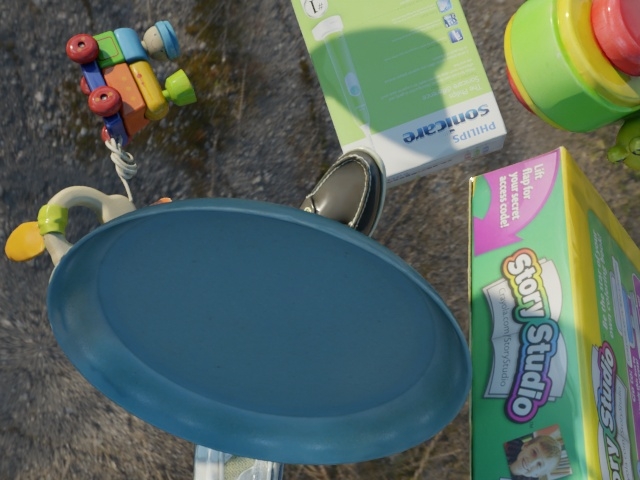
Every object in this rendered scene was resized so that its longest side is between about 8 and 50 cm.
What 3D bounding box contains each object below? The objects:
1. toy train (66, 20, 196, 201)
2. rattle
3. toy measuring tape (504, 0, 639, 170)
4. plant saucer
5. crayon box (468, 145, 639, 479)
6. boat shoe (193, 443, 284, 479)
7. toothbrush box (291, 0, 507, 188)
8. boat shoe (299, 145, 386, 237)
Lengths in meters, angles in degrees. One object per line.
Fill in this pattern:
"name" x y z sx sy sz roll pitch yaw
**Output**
"toy train" -0.228 -0.177 1.119 0.143 0.105 0.248 -23 70 -11
"rattle" -0.331 -0.008 1.236 0.200 0.143 0.130 -25 75 -48
"toy measuring tape" 0.167 -0.195 0.628 0.121 0.121 0.330 -29 92 -19
"plant saucer" -0.045 0.074 0.640 0.318 0.317 0.043 26 47 -14
"crayon box" 0.249 0.153 0.759 0.313 0.106 0.363 39 44 -38
"boat shoe" -0.065 0.344 0.864 0.103 0.118 0.320 -9 70 1
"toothbrush box" 0.105 -0.228 1.136 0.206 0.122 0.283 -20 84 8
"boat shoe" 0.000 0.000 0.935 0.081 0.069 0.227 35 116 18
